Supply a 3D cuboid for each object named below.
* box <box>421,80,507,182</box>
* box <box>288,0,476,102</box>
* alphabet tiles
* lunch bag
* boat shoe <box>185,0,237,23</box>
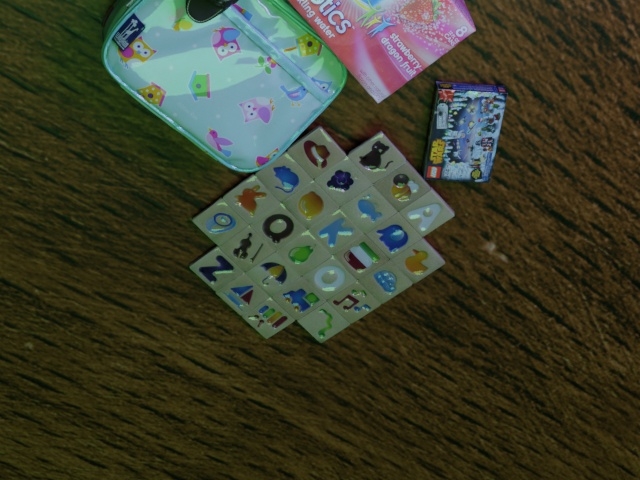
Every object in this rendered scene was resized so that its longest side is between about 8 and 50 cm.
[{"bbox_3d":[0.190,-0.143,1.604,0.094,0.027,0.137,2,122,-6],"label":"box"},{"bbox_3d":[0.030,-0.331,1.401,0.154,0.142,0.300,-35,119,16],"label":"box"},{"bbox_3d":[0.000,0.000,1.670,0.342,0.011,0.285,-34,119,20],"label":"alphabet tiles"},{"bbox_3d":[-0.116,-0.235,1.467,0.224,0.108,0.279,-42,117,19],"label":"lunch bag"},{"bbox_3d":[-0.109,-0.286,1.322,0.056,0.049,0.152,36,136,-14],"label":"boat shoe"}]
